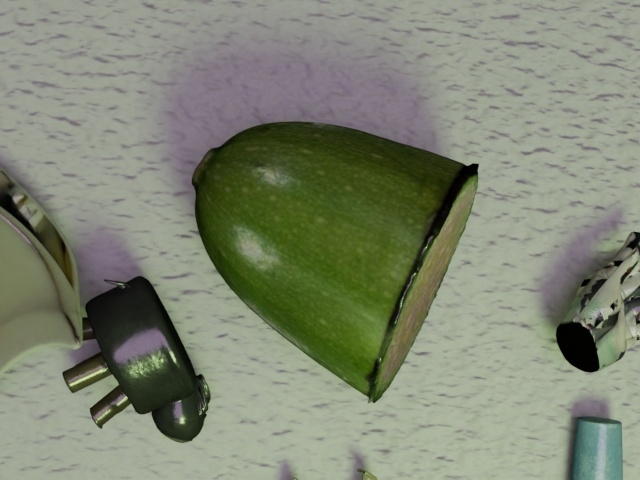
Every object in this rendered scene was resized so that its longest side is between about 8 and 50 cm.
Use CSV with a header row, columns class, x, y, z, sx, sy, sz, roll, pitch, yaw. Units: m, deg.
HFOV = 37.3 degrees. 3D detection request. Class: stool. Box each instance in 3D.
class,x,y,z,sx,sy,sz,roll,pitch,yaw
stool,-0.225,0.157,1.149,0.139,0.153,0.228,-26,92,-7

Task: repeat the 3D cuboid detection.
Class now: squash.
class,x,y,z,sx,sy,sz,roll,pitch,yaw
squash,-0.008,0.000,1.149,0.309,0.310,0.310,22,86,13

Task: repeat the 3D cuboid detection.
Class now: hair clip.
class,x,y,z,sx,sy,sz,roll,pitch,yaw
hair clip,-0.390,0.031,1.141,0.173,0.113,0.282,-30,86,16

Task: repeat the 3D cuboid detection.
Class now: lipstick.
class,x,y,z,sx,sy,sz,roll,pitch,yaw
lipstick,0.366,0.377,1.266,0.068,0.061,0.274,3,88,-9

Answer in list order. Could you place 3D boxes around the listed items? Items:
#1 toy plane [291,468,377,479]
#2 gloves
class,x,y,z,sx,sy,sz,roll,pitch,yaw
toy plane,0.033,0.416,1.208,0.244,0.092,0.229,36,82,-6
gloves,0.401,0.078,1.262,0.212,0.111,0.127,-37,88,-35
